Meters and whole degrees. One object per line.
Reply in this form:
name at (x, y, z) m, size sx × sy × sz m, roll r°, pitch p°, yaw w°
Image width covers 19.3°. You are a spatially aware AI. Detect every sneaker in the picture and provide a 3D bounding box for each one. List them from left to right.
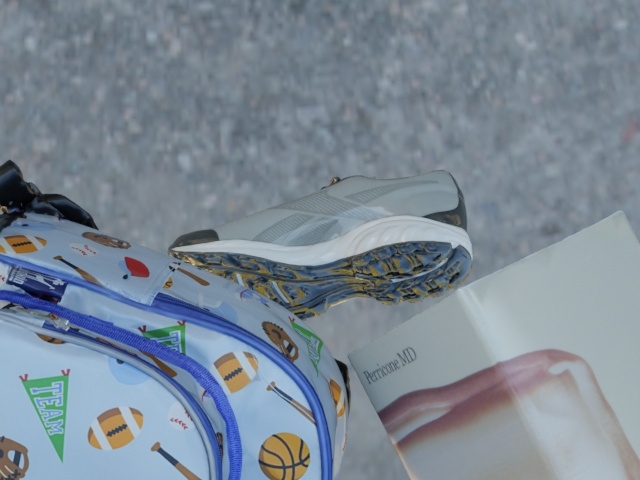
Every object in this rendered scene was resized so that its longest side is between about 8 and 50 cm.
sneaker at (0.000, 0.000, 1.617) m, size 0.272 × 0.108 × 0.100 m, roll -7°, pitch 142°, yaw 17°

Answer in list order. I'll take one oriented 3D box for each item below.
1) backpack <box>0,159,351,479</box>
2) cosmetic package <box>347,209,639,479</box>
backpack at (-0.118, 0.125, 1.103) m, size 0.263 × 0.213 × 0.276 m, roll 13°, pitch 108°, yaw -2°
cosmetic package at (0.158, 0.154, 1.068) m, size 0.129 × 0.296 × 0.153 m, roll -24°, pitch 172°, yaw -30°
